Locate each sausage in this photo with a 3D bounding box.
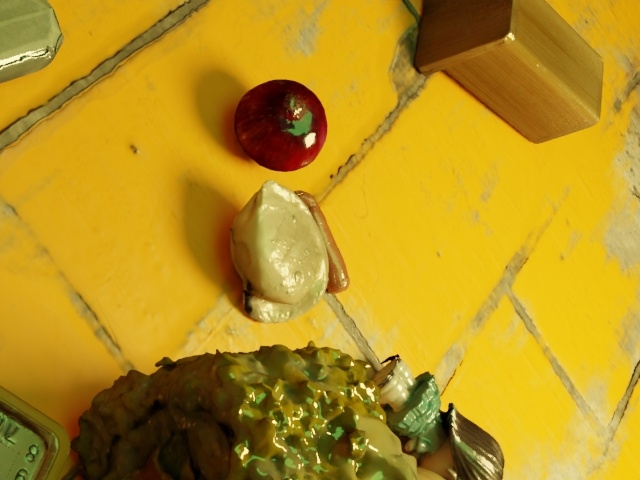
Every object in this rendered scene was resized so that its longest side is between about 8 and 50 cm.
[{"bbox_3d":[0.000,0.000,1.664,0.042,0.036,0.158,-29,95,-57],"label":"sausage"}]

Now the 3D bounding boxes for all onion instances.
[{"bbox_3d":[-0.054,-0.158,1.613,0.131,0.131,0.131,18,63,-39],"label":"onion"}]

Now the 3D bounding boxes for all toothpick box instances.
[{"bbox_3d":[0.335,-0.311,2.012,0.308,0.190,0.188,33,54,-38],"label":"toothpick box"}]

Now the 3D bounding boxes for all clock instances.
[{"bbox_3d":[-0.367,0.209,1.190,0.202,0.096,0.143,40,47,-27],"label":"clock"}]

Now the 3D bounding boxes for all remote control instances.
[{"bbox_3d":[-0.399,-0.224,1.353,0.247,0.052,0.104,-31,94,-43],"label":"remote control"}]

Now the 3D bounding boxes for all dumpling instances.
[{"bbox_3d":[-0.054,0.016,1.564,0.150,0.092,0.177,-5,78,-44],"label":"dumpling"}]

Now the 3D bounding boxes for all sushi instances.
[{"bbox_3d":[-0.075,0.304,1.249,0.240,0.351,0.397,5,70,-43],"label":"sushi"}]

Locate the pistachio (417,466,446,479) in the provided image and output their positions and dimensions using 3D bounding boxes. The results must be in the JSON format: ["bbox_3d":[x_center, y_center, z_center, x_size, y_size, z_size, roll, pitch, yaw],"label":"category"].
[{"bbox_3d":[0.134,0.376,1.586,0.226,0.135,0.136,41,50,-30],"label":"pistachio"}]

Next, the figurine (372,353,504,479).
[{"bbox_3d":[0.168,0.268,1.680,0.245,0.110,0.138,50,35,-9],"label":"figurine"}]
